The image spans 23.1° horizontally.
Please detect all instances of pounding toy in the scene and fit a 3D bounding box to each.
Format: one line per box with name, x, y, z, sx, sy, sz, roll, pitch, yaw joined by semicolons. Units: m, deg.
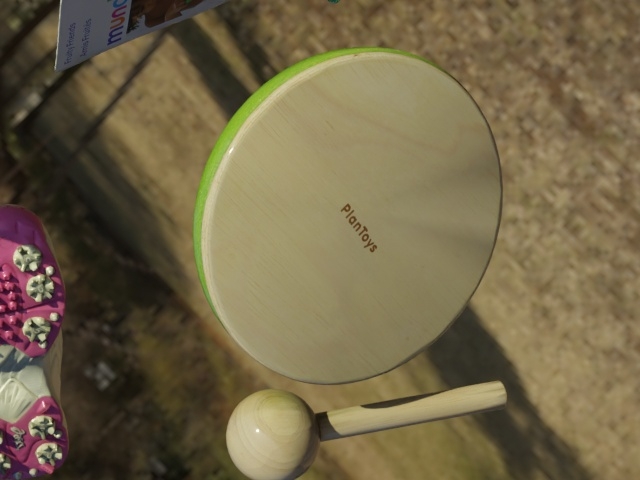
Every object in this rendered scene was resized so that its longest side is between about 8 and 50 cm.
pounding toy;0.000;0.000;0.876;0.110;0.183;0.237;32;134;56

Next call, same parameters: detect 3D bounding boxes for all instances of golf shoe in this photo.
golf shoe;-0.301;0.083;1.508;0.140;0.115;0.306;-105;18;-55

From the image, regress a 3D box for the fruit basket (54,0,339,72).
fruit basket;-0.050;-0.283;1.302;0.165;0.353;0.327;50;152;15
